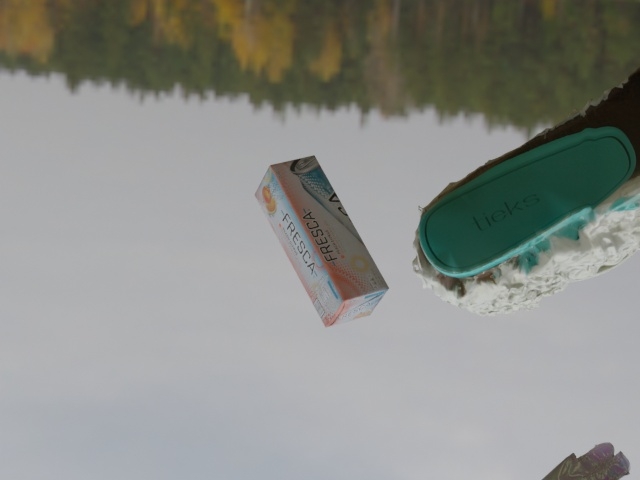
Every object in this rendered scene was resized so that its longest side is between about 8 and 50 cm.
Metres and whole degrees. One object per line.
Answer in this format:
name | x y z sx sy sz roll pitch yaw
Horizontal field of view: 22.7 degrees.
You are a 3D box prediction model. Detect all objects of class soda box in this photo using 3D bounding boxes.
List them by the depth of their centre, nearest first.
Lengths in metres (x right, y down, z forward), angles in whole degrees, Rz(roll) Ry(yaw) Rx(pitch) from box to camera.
soda box | 0.000 0.000 1.719 0.063 0.183 0.058 -14 154 -32

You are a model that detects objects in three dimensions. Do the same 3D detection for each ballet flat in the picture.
ballet flat | 0.263 -0.058 1.225 0.408 0.147 0.147 -26 178 16

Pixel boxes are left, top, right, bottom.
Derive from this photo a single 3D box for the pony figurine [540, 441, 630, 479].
pony figurine | 0.276 0.448 1.896 0.351 0.303 0.363 -36 166 12
